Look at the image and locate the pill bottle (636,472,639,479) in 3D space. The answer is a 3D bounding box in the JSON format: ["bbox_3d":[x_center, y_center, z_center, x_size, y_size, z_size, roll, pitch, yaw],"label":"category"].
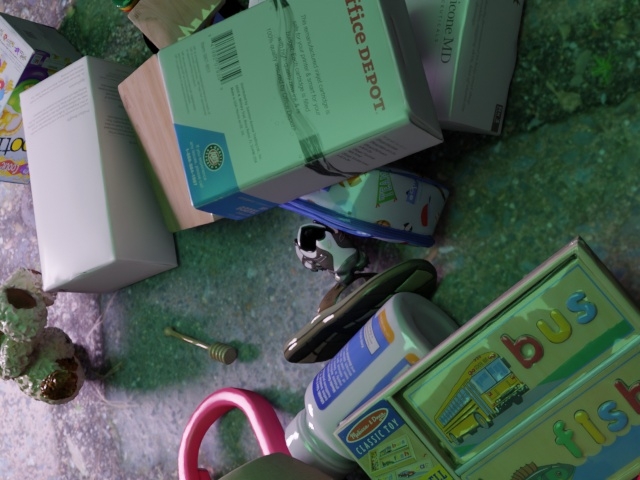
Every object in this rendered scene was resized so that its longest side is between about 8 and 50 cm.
[{"bbox_3d":[0.402,0.414,1.225,0.229,0.229,0.407,21,83,37],"label":"pill bottle"}]

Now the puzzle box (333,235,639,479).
[{"bbox_3d":[0.250,0.221,1.425,0.409,0.052,0.272,-42,87,20],"label":"puzzle box"}]

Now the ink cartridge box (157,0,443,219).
[{"bbox_3d":[-0.027,-0.183,1.440,0.307,0.129,0.223,-20,74,22],"label":"ink cartridge box"}]

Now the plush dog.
[{"bbox_3d":[-0.504,0.195,1.968,0.210,0.262,0.225,-45,102,1],"label":"plush dog"}]

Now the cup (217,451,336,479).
[{"bbox_3d":[-0.057,0.426,1.515,0.331,0.331,0.237,-45,66,25],"label":"cup"}]

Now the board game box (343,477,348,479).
[{"bbox_3d":[-0.021,0.462,1.707,0.165,0.042,0.243,46,112,31],"label":"board game box"}]

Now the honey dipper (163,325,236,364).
[{"bbox_3d":[-0.203,0.168,1.885,0.161,0.030,0.030,17,96,41],"label":"honey dipper"}]

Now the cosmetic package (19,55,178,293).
[{"bbox_3d":[-0.386,-0.107,1.969,0.197,0.155,0.365,-19,75,35],"label":"cosmetic package"}]

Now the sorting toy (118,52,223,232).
[{"bbox_3d":[-0.206,-0.154,1.784,0.255,0.089,0.257,-10,100,67],"label":"sorting toy"}]

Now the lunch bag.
[{"bbox_3d":[0.010,-0.081,1.611,0.303,0.243,0.115,20,98,36],"label":"lunch bag"}]

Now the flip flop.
[{"bbox_3d":[0.048,0.095,1.664,0.277,0.112,0.080,-37,51,34],"label":"flip flop"}]

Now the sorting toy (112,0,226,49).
[{"bbox_3d":[-0.223,-0.368,1.872,0.132,0.046,0.274,-48,60,7],"label":"sorting toy"}]

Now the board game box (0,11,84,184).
[{"bbox_3d":[-0.574,-0.261,2.133,0.144,0.142,0.275,45,111,31],"label":"board game box"}]

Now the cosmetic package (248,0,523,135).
[{"bbox_3d":[0.079,-0.279,1.632,0.385,0.156,0.217,9,92,38],"label":"cosmetic package"}]

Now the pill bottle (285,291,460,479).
[{"bbox_3d":[0.075,0.213,1.592,0.272,0.152,0.152,-48,60,24],"label":"pill bottle"}]

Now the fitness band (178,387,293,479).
[{"bbox_3d":[-0.125,0.365,1.761,0.209,0.054,0.291,-48,47,23],"label":"fitness band"}]

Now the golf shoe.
[{"bbox_3d":[0.000,0.000,1.671,0.077,0.094,0.198,-49,23,-10],"label":"golf shoe"}]

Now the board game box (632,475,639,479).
[{"bbox_3d":[0.400,0.334,1.408,0.133,0.033,0.168,9,91,37],"label":"board game box"}]

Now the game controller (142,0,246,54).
[{"bbox_3d":[-0.173,-0.313,1.883,0.319,0.067,0.166,50,114,29],"label":"game controller"}]
